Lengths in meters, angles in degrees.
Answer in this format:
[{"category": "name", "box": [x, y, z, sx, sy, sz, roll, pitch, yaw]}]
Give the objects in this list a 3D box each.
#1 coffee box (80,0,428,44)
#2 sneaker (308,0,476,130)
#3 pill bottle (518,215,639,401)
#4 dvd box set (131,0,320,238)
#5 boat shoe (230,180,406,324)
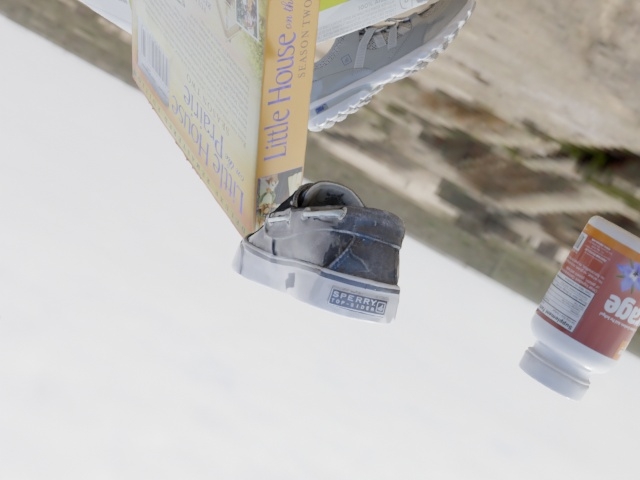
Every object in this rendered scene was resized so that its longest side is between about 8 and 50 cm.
[{"category": "coffee box", "box": [-0.105, -0.445, 1.647, 0.337, 0.334, 0.338, -25, -141, -26]}, {"category": "sneaker", "box": [0.077, -0.263, 1.787, 0.115, 0.281, 0.105, 58, -176, 0]}, {"category": "pill bottle", "box": [0.341, 0.088, 1.686, 0.121, 0.216, 0.121, 28, -172, -4]}, {"category": "dvd box set", "box": [-0.097, -0.246, 1.257, 0.062, 0.420, 0.308, -16, -134, -23]}, {"category": "boat shoe", "box": [0.000, 0.000, 1.142, 0.108, 0.102, 0.301, 14, 180, -14]}]
